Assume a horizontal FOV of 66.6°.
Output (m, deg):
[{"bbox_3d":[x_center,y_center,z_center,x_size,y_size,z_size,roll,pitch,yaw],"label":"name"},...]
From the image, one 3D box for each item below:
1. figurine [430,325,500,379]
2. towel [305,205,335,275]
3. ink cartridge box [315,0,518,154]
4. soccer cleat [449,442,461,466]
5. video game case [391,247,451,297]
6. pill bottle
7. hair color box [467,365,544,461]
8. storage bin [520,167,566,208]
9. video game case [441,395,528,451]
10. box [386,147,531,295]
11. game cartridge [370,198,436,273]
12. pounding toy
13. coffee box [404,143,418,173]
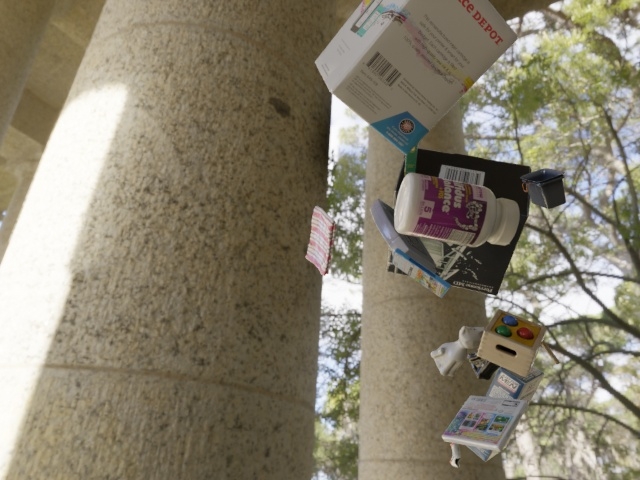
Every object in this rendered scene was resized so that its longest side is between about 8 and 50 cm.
[{"bbox_3d":[0.473,0.326,1.471,0.214,0.092,0.209,9,-45,-15],"label":"figurine"},{"bbox_3d":[0.000,0.000,1.605,0.029,0.144,0.197,-3,-66,-26],"label":"towel"},{"bbox_3d":[0.160,-0.345,0.884,0.198,0.197,0.270,33,-67,-28],"label":"ink cartridge box"},{"bbox_3d":[0.415,0.648,1.487,0.029,0.083,0.035,12,-7,-25],"label":"soccer cleat"},{"bbox_3d":[0.264,0.088,1.297,0.166,0.015,0.119,36,-12,15],"label":"video game case"},{"bbox_3d":[0.363,-0.075,1.312,0.301,0.169,0.169,10,-28,-3],"label":"pill bottle"},{"bbox_3d":[0.666,0.613,1.778,0.173,0.347,0.105,-2,26,-45],"label":"hair color box"},{"bbox_3d":[0.638,-0.144,1.396,0.098,0.091,0.135,-20,12,4],"label":"storage bin"},{"bbox_3d":[0.376,0.414,1.118,0.157,0.143,0.019,-18,-74,54],"label":"video game case"},{"bbox_3d":[0.538,-0.074,1.969,0.479,0.297,0.472,12,-40,14],"label":"box"},{"bbox_3d":[0.275,-0.018,1.677,0.198,0.297,0.062,26,-63,-32],"label":"game cartridge"},{"bbox_3d":[0.535,0.249,1.262,0.181,0.206,0.094,21,-59,29],"label":"pounding toy"},{"bbox_3d":[0.323,-0.322,1.722,0.040,0.184,0.113,4,0,10],"label":"coffee box"}]
